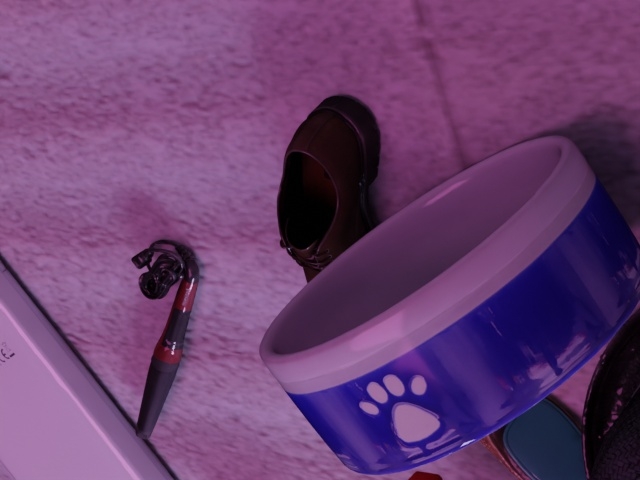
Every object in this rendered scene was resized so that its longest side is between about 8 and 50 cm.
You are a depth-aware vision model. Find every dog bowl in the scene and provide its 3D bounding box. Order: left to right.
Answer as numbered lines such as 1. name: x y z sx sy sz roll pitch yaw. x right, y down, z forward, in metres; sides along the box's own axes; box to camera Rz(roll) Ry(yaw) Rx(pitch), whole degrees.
1. dog bowl: 0.092 0.043 0.942 0.265 0.265 0.104 -26 103 46

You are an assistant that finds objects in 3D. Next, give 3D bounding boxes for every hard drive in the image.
1. hard drive: -0.333 0.194 1.557 0.353 0.047 0.233 53 137 -4

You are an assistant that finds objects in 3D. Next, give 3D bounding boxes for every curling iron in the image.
1. curling iron: -0.164 0.105 1.364 0.068 0.035 0.274 32 134 23

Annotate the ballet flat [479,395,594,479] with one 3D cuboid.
1. ballet flat: 0.154 0.147 1.126 0.206 0.073 0.067 46 164 7

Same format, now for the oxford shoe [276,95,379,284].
1. oxford shoe: 0.000 0.000 1.112 0.083 0.096 0.227 12 128 30

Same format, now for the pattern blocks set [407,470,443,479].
1. pattern blocks set: 0.185 0.335 1.053 0.286 0.324 0.026 -1 145 7

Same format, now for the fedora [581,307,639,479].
1. fedora: 0.276 0.183 0.918 0.334 0.153 0.334 22 120 44
